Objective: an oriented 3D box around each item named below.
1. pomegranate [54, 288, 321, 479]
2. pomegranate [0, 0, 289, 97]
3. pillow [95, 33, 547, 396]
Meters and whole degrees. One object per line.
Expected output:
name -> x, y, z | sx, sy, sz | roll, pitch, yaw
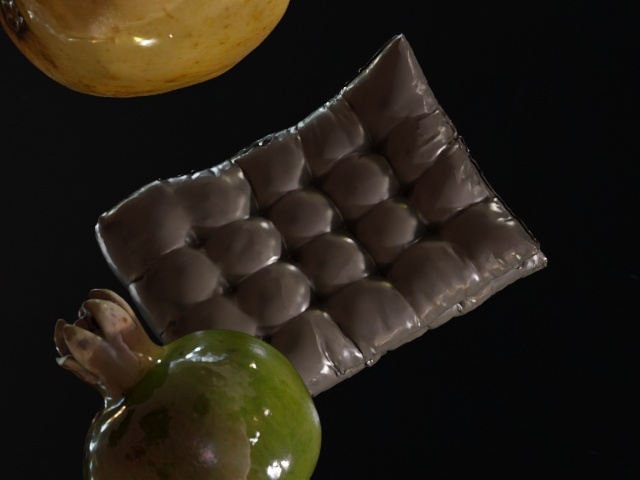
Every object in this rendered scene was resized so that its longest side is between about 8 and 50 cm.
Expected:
pomegranate -> -0.091, 0.128, 1.289 | 0.179, 0.179, 0.210 | 2, -62, 33
pomegranate -> -0.086, -0.169, 1.004 | 0.196, 0.196, 0.196 | -9, -107, 31
pillow -> 0.000, 0.000, 1.502 | 0.326, 0.101, 0.228 | -30, -102, -11
